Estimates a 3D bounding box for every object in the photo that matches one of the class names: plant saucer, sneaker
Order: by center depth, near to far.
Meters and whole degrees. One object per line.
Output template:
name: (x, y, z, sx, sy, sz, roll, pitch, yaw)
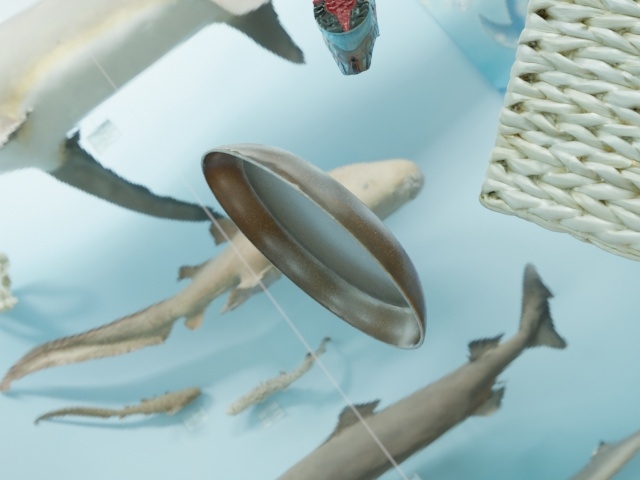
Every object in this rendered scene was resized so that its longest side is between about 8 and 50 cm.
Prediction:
plant saucer: (0.000, 0.000, 0.862, 0.050, 0.311, 0.310, -48, -9, -15)
sneaker: (0.038, -0.348, 1.213, 0.104, 0.261, 0.125, -6, -44, 13)

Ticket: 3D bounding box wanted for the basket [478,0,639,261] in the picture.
basket: (0.355, -0.113, 0.734, 0.328, 0.332, 0.266, -8, -62, -62)
